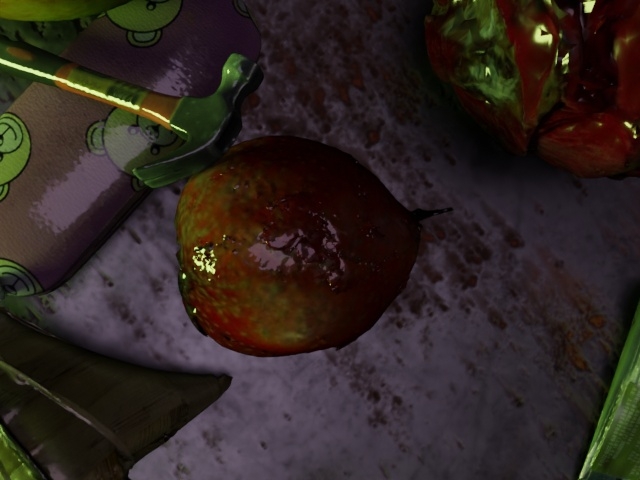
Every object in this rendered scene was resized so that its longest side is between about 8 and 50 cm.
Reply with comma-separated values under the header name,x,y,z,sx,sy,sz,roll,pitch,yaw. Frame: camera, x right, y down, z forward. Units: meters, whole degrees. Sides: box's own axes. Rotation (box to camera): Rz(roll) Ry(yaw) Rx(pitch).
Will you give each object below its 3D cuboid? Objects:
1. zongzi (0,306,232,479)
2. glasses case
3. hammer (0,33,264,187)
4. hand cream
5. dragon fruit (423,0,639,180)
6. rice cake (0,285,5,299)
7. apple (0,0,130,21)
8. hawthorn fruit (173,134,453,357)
name,x,y,z,sx,sy,sz,roll,pitch,yaw
zongzi,-0.196,0.114,0.542,0.197,0.099,0.194,-38,84,-34
glasses case,-0.179,-0.094,0.548,0.123,0.076,0.316,40,82,-2
hammer,-0.193,-0.125,0.496,0.288,0.033,0.111,21,77,12
hand cream,0.322,0.145,0.655,0.086,0.055,0.235,15,93,-7
dragon fruit,0.249,-0.195,0.520,0.329,0.329,0.329,0,88,-11
rice cake,-0.296,0.046,0.519,0.121,0.021,0.022,-10,101,25
apple,-0.209,-0.311,0.425,0.340,0.339,0.339,0,88,-11
hawthorn fruit,0.000,0.000,0.529,0.235,0.181,0.181,-11,90,-4
